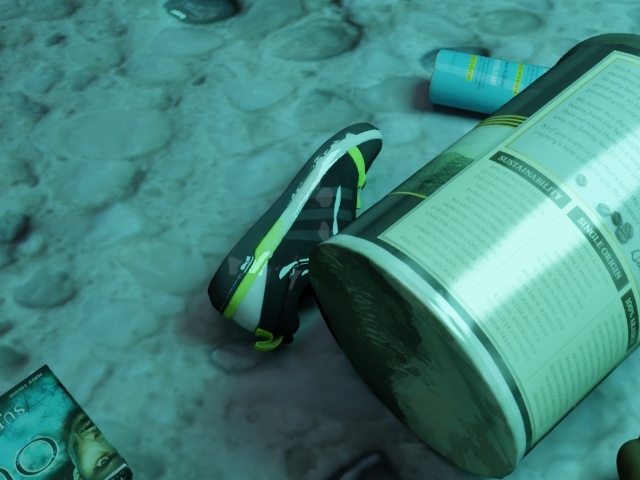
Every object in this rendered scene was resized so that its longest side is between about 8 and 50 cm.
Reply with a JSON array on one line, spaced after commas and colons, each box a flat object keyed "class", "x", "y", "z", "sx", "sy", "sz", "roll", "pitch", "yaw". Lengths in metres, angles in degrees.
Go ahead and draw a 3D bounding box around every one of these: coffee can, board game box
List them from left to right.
[{"class": "board game box", "x": -0.251, "y": 0.192, "z": 0.694, "sx": 0.186, "sy": 0.026, "sz": 0.126, "roll": -38, "pitch": 56, "yaw": -20}, {"class": "coffee can", "x": 0.158, "y": 0.005, "z": 0.670, "sx": 0.275, "sy": 0.201, "sz": 0.201, "roll": -37, "pitch": 56, "yaw": -20}]

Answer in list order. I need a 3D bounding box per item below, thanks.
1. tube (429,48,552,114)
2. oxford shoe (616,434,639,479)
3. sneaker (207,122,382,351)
[{"class": "tube", "x": 0.210, "y": -0.139, "z": 0.882, "sx": 0.207, "sy": 0.052, "sz": 0.080, "roll": 12, "pitch": 64, "yaw": 9}, {"class": "oxford shoe", "x": 0.192, "y": 0.220, "z": 0.575, "sx": 0.096, "sy": 0.083, "sz": 0.227, "roll": -3, "pitch": 47, "yaw": 19}, {"class": "sneaker", "x": 0.000, "y": 0.000, "z": 0.795, "sx": 0.097, "sy": 0.084, "sz": 0.235, "roll": 37, "pitch": 63, "yaw": 4}]
